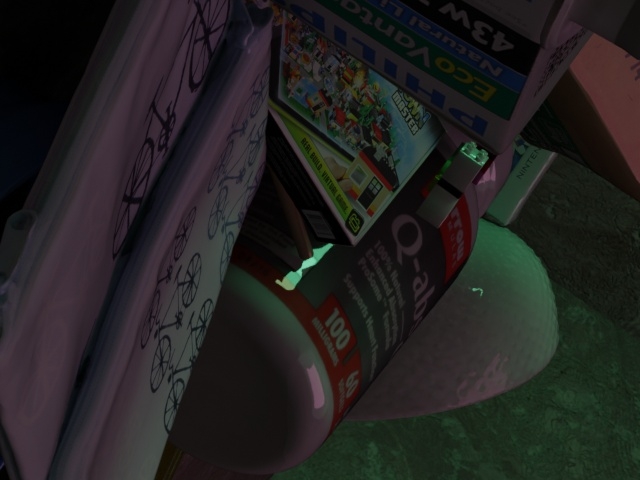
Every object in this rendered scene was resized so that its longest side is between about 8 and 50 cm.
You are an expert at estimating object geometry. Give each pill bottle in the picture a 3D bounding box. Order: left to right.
[{"bbox_3d":[0.000,0.000,1.440,0.363,0.210,0.210,-48,169,-41],"label":"pill bottle"}]

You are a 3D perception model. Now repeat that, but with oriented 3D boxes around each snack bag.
[{"bbox_3d":[-0.086,-0.003,0.915,0.342,0.037,0.323,92,15,-59],"label":"snack bag"}]

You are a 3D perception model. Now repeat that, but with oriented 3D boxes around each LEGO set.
[{"bbox_3d":[0.095,-0.090,1.298,0.093,0.087,0.227,-56,177,17],"label":"LEGO set"}]

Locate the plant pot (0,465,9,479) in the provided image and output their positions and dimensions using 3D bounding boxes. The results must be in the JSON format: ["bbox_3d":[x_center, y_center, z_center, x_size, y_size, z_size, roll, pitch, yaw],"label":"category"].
[{"bbox_3d":[-0.200,0.175,1.406,0.109,0.109,0.096,-56,-177,7],"label":"plant pot"}]

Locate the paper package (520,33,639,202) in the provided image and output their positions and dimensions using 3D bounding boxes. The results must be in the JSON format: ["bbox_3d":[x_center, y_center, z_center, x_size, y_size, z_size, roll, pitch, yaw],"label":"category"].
[{"bbox_3d":[0.239,-0.242,1.386,0.309,0.168,0.325,-47,133,-6],"label":"paper package"}]

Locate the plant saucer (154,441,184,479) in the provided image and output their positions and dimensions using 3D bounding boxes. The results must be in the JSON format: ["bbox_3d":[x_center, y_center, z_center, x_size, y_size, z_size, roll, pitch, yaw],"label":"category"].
[{"bbox_3d":[-0.182,0.202,1.551,0.188,0.045,0.188,-12,134,-53],"label":"plant saucer"}]

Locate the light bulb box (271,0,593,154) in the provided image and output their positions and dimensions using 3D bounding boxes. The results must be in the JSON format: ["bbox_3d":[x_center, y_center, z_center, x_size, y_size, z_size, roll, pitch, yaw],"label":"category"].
[{"bbox_3d":[0.120,-0.290,0.901,0.358,0.225,0.361,-53,172,-16],"label":"light bulb box"}]

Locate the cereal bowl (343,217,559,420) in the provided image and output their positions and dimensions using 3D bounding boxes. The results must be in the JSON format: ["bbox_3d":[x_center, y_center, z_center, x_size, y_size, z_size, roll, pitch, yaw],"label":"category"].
[{"bbox_3d":[0.050,0.042,1.685,0.339,0.339,0.141,-40,128,-60],"label":"cereal bowl"}]

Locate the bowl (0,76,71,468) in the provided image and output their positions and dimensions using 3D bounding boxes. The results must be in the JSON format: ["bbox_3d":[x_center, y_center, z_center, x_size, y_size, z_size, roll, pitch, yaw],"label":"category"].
[{"bbox_3d":[-0.233,0.084,0.924,0.391,0.077,0.391,-53,172,-11],"label":"bowl"}]

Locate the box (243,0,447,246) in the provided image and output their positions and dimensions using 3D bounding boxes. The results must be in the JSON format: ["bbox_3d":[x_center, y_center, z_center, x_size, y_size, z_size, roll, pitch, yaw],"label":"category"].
[{"bbox_3d":[-0.005,-0.109,1.126,0.114,0.036,0.207,-51,127,-26],"label":"box"}]

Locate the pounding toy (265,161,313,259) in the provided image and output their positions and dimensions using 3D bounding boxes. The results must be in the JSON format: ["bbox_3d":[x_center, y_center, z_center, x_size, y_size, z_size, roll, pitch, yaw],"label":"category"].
[{"bbox_3d":[-0.021,-0.085,1.253,0.100,0.130,0.141,-50,171,-28],"label":"pounding toy"}]

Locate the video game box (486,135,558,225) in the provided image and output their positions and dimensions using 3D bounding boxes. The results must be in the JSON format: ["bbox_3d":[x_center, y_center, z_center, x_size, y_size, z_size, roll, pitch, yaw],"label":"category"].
[{"bbox_3d":[0.148,-0.147,1.706,0.187,0.205,0.048,-57,170,14],"label":"video game box"}]

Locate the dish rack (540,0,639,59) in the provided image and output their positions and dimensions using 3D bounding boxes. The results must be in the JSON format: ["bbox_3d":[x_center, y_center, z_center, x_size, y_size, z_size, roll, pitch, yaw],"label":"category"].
[{"bbox_3d":[0.227,-0.211,0.802,0.285,0.072,0.333,-61,171,26],"label":"dish rack"}]
